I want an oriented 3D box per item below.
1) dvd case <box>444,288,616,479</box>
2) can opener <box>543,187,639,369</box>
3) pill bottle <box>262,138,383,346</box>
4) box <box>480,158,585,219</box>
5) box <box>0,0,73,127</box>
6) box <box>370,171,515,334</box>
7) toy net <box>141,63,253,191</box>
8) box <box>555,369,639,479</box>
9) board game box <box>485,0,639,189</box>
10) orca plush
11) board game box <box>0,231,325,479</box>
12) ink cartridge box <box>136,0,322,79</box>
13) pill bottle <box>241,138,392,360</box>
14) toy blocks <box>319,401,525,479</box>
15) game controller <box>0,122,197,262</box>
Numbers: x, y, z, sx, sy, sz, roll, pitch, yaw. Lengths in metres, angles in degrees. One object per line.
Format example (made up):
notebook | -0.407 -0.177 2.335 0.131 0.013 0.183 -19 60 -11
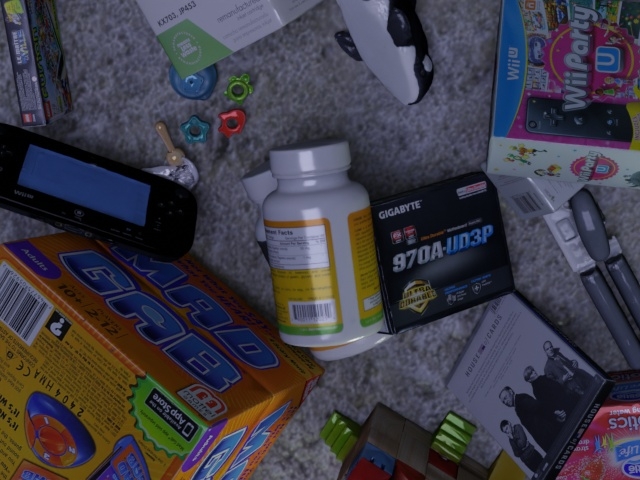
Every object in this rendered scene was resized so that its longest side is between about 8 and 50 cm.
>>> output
dvd case | 0.280 0.195 1.750 0.029 0.239 0.179 13 113 -37
can opener | 0.394 0.055 1.752 0.074 0.093 0.280 -27 104 15
pill bottle | 0.000 0.000 1.609 0.136 0.136 0.246 -5 100 11
box | 0.290 -0.095 1.702 0.087 0.101 0.102 -39 96 -16
box | -0.396 -0.269 1.776 0.036 0.114 0.207 -4 105 10
box | 0.153 0.014 1.721 0.220 0.051 0.175 -16 99 -31
toy net | -0.180 -0.147 1.815 0.122 0.045 0.232 17 111 -9
box | 0.444 0.259 1.778 0.257 0.122 0.128 -8 105 12
board game box | 0.370 -0.187 1.615 0.303 0.097 0.224 5 65 5
orca plush | 0.075 -0.325 1.716 0.287 0.102 0.151 49 152 5
board game box | -0.284 0.229 1.727 0.356 0.356 0.356 39 109 14
ink cartridge box | -0.175 -0.414 1.654 0.207 0.119 0.353 -21 104 40
pill bottle | 0.007 0.012 1.763 0.162 0.162 0.278 -23 100 15
toy blocks | 0.163 0.386 1.789 0.381 0.261 0.191 32 108 0
game controller | -0.320 -0.065 1.720 0.319 0.166 0.067 19 115 -14
